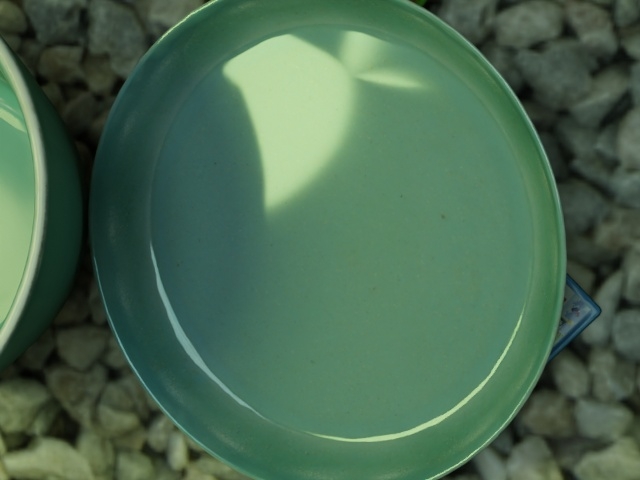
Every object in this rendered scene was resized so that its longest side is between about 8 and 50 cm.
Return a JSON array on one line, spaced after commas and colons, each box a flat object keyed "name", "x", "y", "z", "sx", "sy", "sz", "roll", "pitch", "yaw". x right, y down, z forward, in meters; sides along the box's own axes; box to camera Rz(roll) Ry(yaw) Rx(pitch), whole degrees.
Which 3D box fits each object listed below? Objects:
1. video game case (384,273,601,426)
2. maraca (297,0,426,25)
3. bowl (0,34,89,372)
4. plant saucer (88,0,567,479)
[{"name": "video game case", "x": 0.076, "y": 0.024, "z": 0.818, "sx": 0.119, "sy": 0.015, "sz": 0.166, "roll": -45, "pitch": 75, "yaw": 11}, {"name": "maraca", "x": 0.013, "y": -0.174, "z": 0.809, "sx": 0.127, "sy": 0.099, "sz": 0.185, "roll": 21, "pitch": 118, "yaw": 11}, {"name": "bowl", "x": -0.280, "y": -0.019, "z": 0.860, "sx": 0.311, "sy": 0.163, "sz": 0.311, "roll": -1, "pitch": 87, "yaw": 18}, {"name": "plant saucer", "x": 0.000, "y": 0.000, "z": 0.798, "sx": 0.318, "sy": 0.044, "sz": 0.317, "roll": 5, "pitch": 102, "yaw": 24}]
